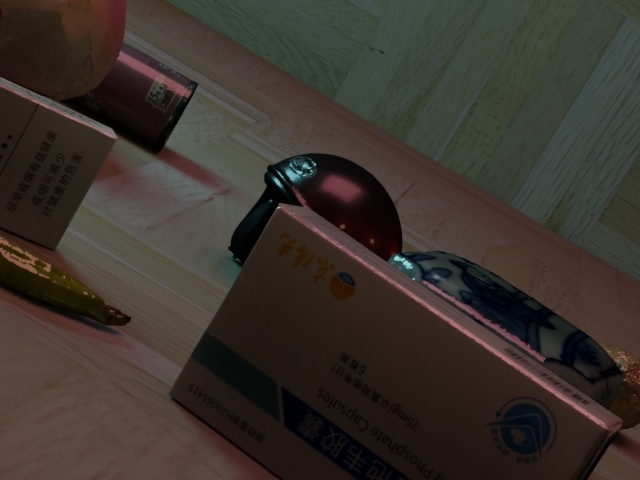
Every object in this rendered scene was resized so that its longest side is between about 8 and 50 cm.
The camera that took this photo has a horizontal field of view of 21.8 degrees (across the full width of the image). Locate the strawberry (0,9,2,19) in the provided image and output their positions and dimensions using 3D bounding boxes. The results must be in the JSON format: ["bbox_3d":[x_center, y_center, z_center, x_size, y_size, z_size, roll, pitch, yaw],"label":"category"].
[{"bbox_3d":[-0.446,-0.251,1.951,0.131,0.148,0.131,23,43,-23],"label":"strawberry"}]

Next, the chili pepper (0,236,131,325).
[{"bbox_3d":[-0.265,0.029,1.495,0.208,0.043,0.049,34,-14,-7],"label":"chili pepper"}]

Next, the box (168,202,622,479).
[{"bbox_3d":[0.058,0.141,1.408,0.343,0.200,0.065,34,9,19],"label":"box"}]

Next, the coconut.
[{"bbox_3d":[-0.367,-0.294,2.115,0.233,0.233,0.245,23,-7,-32],"label":"coconut"}]

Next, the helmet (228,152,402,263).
[{"bbox_3d":[0.000,0.000,1.955,0.189,0.193,0.216,-130,-161,-58],"label":"helmet"}]

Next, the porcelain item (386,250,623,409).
[{"bbox_3d":[0.186,0.134,1.878,0.286,0.157,0.281,35,11,19],"label":"porcelain item"}]

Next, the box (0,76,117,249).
[{"bbox_3d":[-0.333,-0.095,1.597,0.245,0.139,0.035,23,15,-26],"label":"box"}]

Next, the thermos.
[{"bbox_3d":[-0.341,-0.256,2.339,0.330,0.109,0.136,29,12,-5],"label":"thermos"}]

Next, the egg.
[{"bbox_3d":[0.388,0.195,2.219,0.140,0.118,0.116,16,43,-26],"label":"egg"}]
